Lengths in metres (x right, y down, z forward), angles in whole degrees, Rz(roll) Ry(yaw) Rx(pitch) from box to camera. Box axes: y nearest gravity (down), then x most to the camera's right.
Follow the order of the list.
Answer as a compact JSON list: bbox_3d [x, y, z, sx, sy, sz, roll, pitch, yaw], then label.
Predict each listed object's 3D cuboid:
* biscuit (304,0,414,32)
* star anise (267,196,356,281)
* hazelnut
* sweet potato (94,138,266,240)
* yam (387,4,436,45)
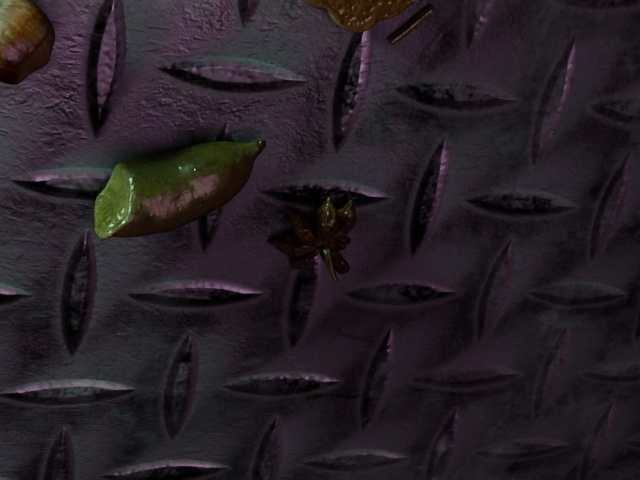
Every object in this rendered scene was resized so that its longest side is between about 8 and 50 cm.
[{"bbox_3d":[0.065,-0.569,1.894,0.351,0.057,0.312,24,107,-33],"label":"biscuit"},{"bbox_3d":[0.002,-0.006,2.175,0.212,0.111,0.196,24,101,-24],"label":"star anise"},{"bbox_3d":[-0.532,-0.349,1.733,0.154,0.143,0.143,-54,130,-27],"label":"hazelnut"},{"bbox_3d":[-0.270,-0.105,1.978,0.370,0.158,0.158,-17,123,-18],"label":"sweet potato"},{"bbox_3d":[0.185,-0.435,2.041,0.116,0.021,0.021,-38,125,2],"label":"yam"}]
